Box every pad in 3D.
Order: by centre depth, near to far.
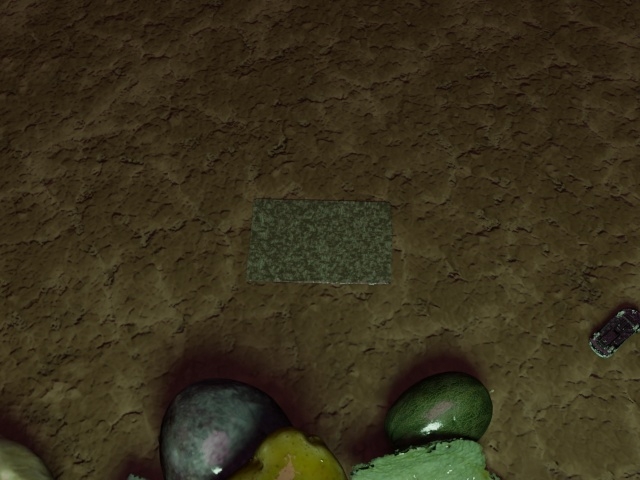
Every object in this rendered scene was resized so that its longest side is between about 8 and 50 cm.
[{"bbox_3d":[0.000,0.000,1.475,0.235,0.003,0.158,1,60,4],"label":"pad"}]

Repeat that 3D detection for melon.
[{"bbox_3d":[0.170,0.244,1.259,0.167,0.114,0.114,-24,61,-8],"label":"melon"}]

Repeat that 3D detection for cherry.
[{"bbox_3d":[-0.128,0.277,1.220,0.195,0.195,0.195,-2,60,3],"label":"cherry"}]

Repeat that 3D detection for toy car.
[{"bbox_3d":[0.447,0.138,1.354,0.093,0.025,0.041,-37,66,-13],"label":"toy car"}]

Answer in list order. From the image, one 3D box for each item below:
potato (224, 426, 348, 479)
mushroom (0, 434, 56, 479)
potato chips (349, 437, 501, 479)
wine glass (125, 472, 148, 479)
[{"bbox_3d":[-0.080,0.401,1.097,0.195,0.176,0.369,28,98,20],"label":"potato"},{"bbox_3d":[-0.469,0.370,1.121,0.293,0.290,0.292,-8,56,13],"label":"mushroom"},{"bbox_3d":[0.163,0.342,1.212,0.167,0.059,0.228,-41,107,4],"label":"potato chips"},{"bbox_3d":[-0.270,0.427,1.188,0.103,0.103,0.222,20,64,14],"label":"wine glass"}]
